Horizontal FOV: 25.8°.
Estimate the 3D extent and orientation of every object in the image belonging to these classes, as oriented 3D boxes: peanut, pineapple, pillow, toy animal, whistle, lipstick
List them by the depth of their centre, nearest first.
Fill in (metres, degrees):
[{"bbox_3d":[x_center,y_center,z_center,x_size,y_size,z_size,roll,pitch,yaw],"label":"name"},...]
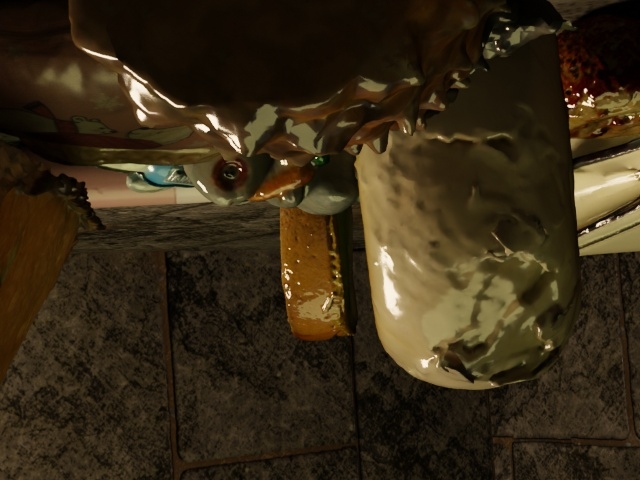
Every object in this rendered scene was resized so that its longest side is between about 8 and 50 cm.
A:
[{"bbox_3d":[0.019,-0.112,0.622,0.169,0.169,0.340,-5,-177,17],"label":"pineapple"},{"bbox_3d":[-0.155,-0.107,0.912,0.223,0.084,0.236,1,172,2],"label":"pillow"},{"bbox_3d":[-0.145,-0.101,1.069,0.194,0.083,0.093,0,-148,10],"label":"peanut"},{"bbox_3d":[-0.063,-0.076,1.295,0.236,0.108,0.138,-2,176,-19],"label":"toy animal"},{"bbox_3d":[-0.135,-0.084,1.386,0.235,0.077,0.114,6,141,-38],"label":"whistle"},{"bbox_3d":[-0.189,-0.072,1.492,0.254,0.070,0.070,-3,176,-6],"label":"lipstick"}]

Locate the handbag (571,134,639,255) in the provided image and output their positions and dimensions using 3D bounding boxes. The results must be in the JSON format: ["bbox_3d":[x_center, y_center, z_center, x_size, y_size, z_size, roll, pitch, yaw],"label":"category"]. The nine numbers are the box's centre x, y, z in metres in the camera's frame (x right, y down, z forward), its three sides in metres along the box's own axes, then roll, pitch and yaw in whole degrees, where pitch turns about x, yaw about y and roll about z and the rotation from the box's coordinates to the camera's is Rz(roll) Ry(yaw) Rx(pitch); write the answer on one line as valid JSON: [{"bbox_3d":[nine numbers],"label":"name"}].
[{"bbox_3d":[0.375,-0.085,1.263,0.358,0.160,0.236,-2,170,-31],"label":"handbag"}]

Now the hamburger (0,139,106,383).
[{"bbox_3d":[-0.331,0.033,0.989,0.268,0.287,0.445,25,174,-5],"label":"hamburger"}]

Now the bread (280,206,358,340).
[{"bbox_3d":[0.000,0.000,1.564,0.070,0.236,0.236,-2,176,5],"label":"bread"}]

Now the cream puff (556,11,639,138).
[{"bbox_3d":[0.223,-0.125,1.036,0.149,0.084,0.149,-7,175,-1],"label":"cream puff"}]

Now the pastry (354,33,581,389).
[{"bbox_3d":[0.088,-0.038,0.855,0.133,0.265,0.265,-5,176,9],"label":"pastry"}]
